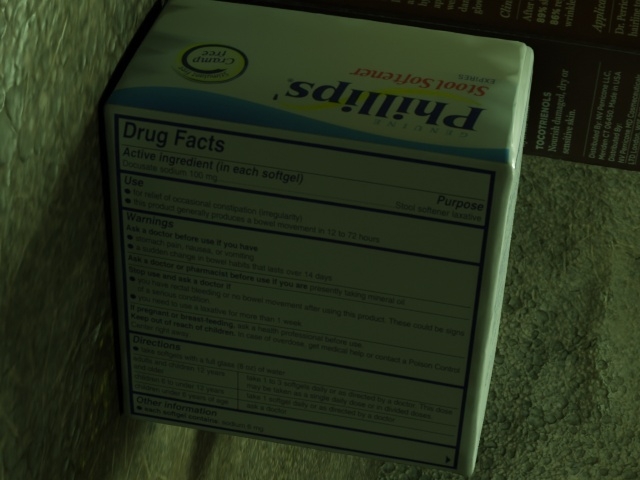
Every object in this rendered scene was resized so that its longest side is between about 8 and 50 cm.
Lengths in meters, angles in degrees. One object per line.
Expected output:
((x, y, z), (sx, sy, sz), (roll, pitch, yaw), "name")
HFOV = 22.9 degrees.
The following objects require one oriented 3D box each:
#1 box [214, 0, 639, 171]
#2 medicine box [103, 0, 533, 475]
((0.103, -0.183, 1.204), (0.143, 0.381, 0.191), (92, 12, -53), "box")
((0.000, 0.000, 1.112), (0.149, 0.263, 0.289), (-71, 168, -50), "medicine box")
